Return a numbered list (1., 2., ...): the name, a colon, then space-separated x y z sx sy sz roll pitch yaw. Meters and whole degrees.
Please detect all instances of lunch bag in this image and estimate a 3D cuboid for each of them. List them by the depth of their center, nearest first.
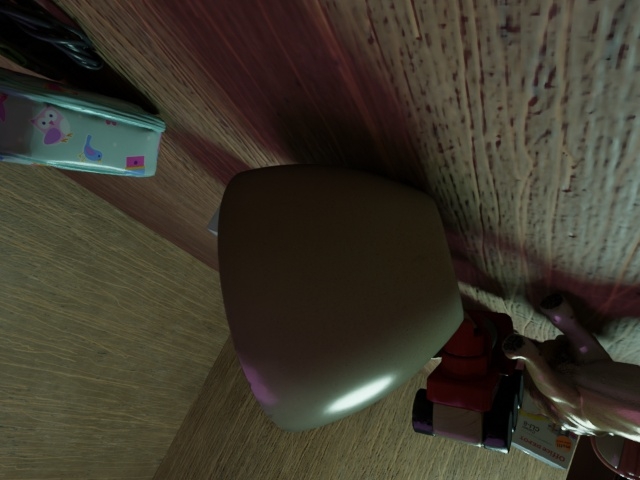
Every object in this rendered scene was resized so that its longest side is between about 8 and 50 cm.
1. lunch bag: -0.372 -0.170 0.647 0.279 0.108 0.224 22 -166 33

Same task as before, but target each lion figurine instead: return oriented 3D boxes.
1. lion figurine: 0.374 0.180 0.512 0.240 0.142 0.392 47 168 -18

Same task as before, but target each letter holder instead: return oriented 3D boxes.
1. letter holder: 0.692 0.571 1.044 0.151 0.302 0.214 24 166 14

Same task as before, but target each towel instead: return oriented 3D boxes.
1. towel: -0.421 -0.261 0.611 0.113 0.023 0.152 29 -177 -19

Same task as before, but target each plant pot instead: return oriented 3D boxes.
1. plant pot: 0.042 0.040 0.487 0.190 0.284 0.284 -14 154 13

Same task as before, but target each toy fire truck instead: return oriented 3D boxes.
1. toy fire truck: 0.197 0.129 0.644 0.158 0.247 0.217 2 -175 30

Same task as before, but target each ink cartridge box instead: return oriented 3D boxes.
1. ink cartridge box: 0.534 0.427 1.081 0.128 0.176 0.127 22 166 19

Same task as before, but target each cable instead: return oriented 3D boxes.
1. cable: -0.346 -0.251 0.529 0.184 0.047 0.150 31 166 -19

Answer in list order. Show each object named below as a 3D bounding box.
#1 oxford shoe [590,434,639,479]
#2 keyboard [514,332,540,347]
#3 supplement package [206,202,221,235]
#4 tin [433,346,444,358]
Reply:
1. oxford shoe: 0.644 0.325 0.678 0.146 0.141 0.396 -2 -175 -42
2. keyboard: 0.365 0.195 0.877 0.180 0.023 0.108 12 160 45
3. supplement package: -0.089 -0.013 0.794 0.105 0.105 0.179 20 166 31
4. tin: 0.239 0.183 0.823 0.189 0.040 0.106 -8 178 -7
